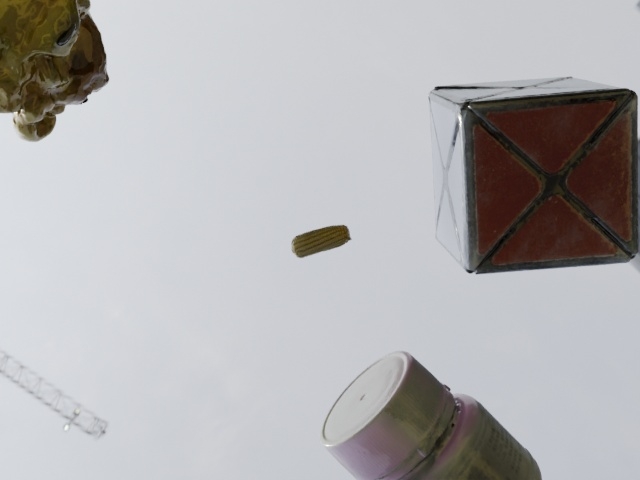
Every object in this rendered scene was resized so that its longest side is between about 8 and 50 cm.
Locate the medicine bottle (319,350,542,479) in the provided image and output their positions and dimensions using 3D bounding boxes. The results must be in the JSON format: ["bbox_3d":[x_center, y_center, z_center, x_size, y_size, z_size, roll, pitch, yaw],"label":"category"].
[{"bbox_3d":[0.171,0.344,1.532,0.302,0.241,0.241,45,-136,-11],"label":"medicine bottle"}]

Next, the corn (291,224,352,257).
[{"bbox_3d":[0.000,0.000,1.385,0.037,0.092,0.037,-15,-90,-70],"label":"corn"}]

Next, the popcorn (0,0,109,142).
[{"bbox_3d":[-0.460,-0.330,1.526,0.316,0.281,0.297,39,-103,-43],"label":"popcorn"}]

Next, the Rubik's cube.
[{"bbox_3d":[0.304,-0.106,1.449,0.259,0.255,0.260,-4,-168,-7],"label":"Rubik's cube"}]
